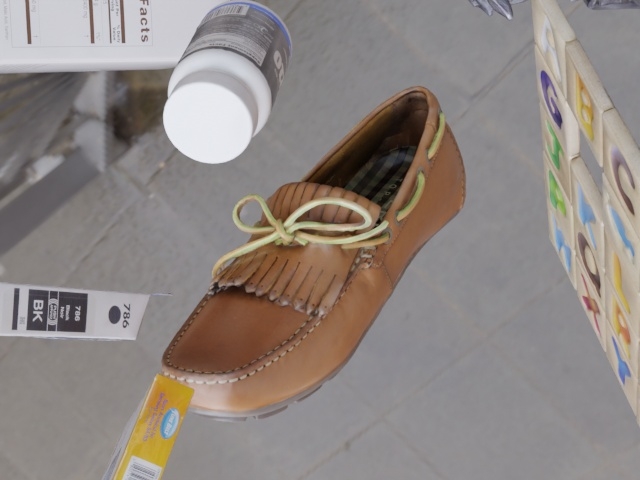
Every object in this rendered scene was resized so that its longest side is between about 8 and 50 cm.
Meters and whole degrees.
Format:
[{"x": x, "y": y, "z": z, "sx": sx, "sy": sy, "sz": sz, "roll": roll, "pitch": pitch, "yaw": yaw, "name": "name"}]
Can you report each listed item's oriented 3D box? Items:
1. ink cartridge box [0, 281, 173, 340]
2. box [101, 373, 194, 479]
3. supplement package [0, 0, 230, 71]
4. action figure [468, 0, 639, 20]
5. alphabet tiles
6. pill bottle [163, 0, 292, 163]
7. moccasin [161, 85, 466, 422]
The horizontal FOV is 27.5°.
[{"x": -0.332, "y": 0.081, "z": 1.490, "sx": 0.165, "sy": 0.333, "sz": 0.065, "roll": -1, "pitch": 86, "yaw": 33, "name": "ink cartridge box"}, {"x": -0.114, "y": 0.141, "z": 0.778, "sx": 0.028, "sy": 0.081, "sz": 0.136, "roll": 23, "pitch": 150, "yaw": -6, "name": "box"}, {"x": -0.257, "y": -0.256, "z": 1.285, "sx": 0.177, "sy": 0.293, "sz": 0.175, "roll": 5, "pitch": 99, "yaw": 59, "name": "supplement package"}, {"x": 0.145, "y": -0.218, "z": 0.810, "sx": 0.141, "sy": 0.276, "sz": 0.164, "roll": -34, "pitch": 75, "yaw": 29, "name": "action figure"}, {"x": 0.141, "y": 0.033, "z": 0.568, "sx": 0.009, "sy": 0.237, "sz": 0.198, "roll": -18, "pitch": 144, "yaw": 0, "name": "alphabet tiles"}, {"x": -0.069, "y": -0.119, "z": 0.974, "sx": 0.078, "sy": 0.137, "sz": 0.078, "roll": 5, "pitch": 124, "yaw": 7, "name": "pill bottle"}, {"x": 0.003, "y": 0.001, "z": 1.059, "sx": 0.139, "sy": 0.380, "sz": 0.147, "roll": 17, "pitch": 134, "yaw": 36, "name": "moccasin"}]
